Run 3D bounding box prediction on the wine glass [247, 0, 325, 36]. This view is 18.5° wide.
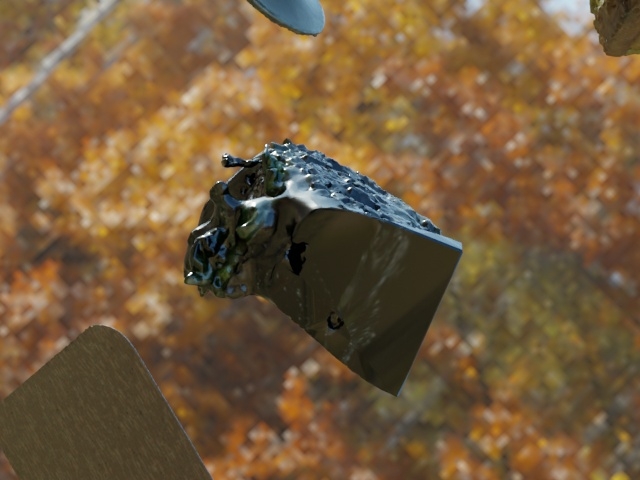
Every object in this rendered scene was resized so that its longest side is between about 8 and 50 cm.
[{"bbox_3d":[0.034,-0.205,1.017,0.093,0.202,0.093,38,26,-22],"label":"wine glass"}]

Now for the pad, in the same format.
[{"bbox_3d":[-0.112,0.194,1.267,0.176,0.002,0.266,-38,-100,43],"label":"pad"}]

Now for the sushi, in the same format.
[{"bbox_3d":[0.000,0.000,0.672,0.085,0.056,0.083,23,18,-3],"label":"sushi"}]

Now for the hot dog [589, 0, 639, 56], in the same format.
[{"bbox_3d":[0.239,-0.164,0.906,0.262,0.093,0.123,-13,-31,25],"label":"hot dog"}]
